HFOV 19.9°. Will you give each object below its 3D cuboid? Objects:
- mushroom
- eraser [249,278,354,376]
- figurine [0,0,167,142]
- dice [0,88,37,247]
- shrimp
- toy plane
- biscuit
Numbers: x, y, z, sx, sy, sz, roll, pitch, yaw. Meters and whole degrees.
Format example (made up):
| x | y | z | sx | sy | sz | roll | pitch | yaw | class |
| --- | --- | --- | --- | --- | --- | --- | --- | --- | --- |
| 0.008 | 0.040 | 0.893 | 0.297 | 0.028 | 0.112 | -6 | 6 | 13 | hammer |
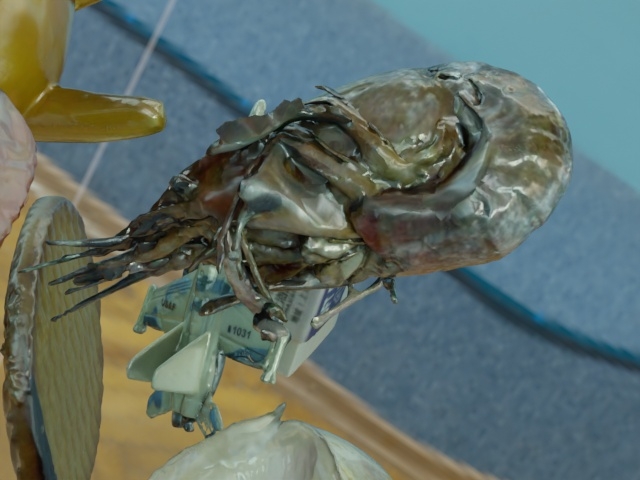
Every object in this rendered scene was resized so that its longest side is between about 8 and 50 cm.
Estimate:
| x | y | z | sx | sy | sz | roll | pitch | yaw | class |
| --- | --- | --- | --- | --- | --- | --- | --- | --- | --- |
| -0.029 | 0.250 | 1.143 | 0.189 | 0.253 | 0.195 | 36 | 16 | -39 | mushroom |
| 0.000 | 0.000 | 1.900 | 0.081 | 0.279 | 0.124 | 28 | 36 | 12 | eraser |
| -0.285 | -0.181 | 1.045 | 0.401 | 0.268 | 0.387 | 19 | -16 | 48 | figurine |
| -0.253 | -0.006 | 0.893 | 0.174 | 0.179 | 0.175 | 29 | 37 | -11 | dice |
| -0.016 | -0.009 | 1.081 | 0.116 | 0.343 | 0.145 | 35 | 39 | -74 | shrimp |
| -0.070 | 0.023 | 1.414 | 0.088 | 0.262 | 0.192 | 26 | -6 | -39 | toy plane |
| -0.261 | 0.113 | 1.792 | 0.040 | 0.318 | 0.318 | -1 | 33 | 5 | biscuit |
